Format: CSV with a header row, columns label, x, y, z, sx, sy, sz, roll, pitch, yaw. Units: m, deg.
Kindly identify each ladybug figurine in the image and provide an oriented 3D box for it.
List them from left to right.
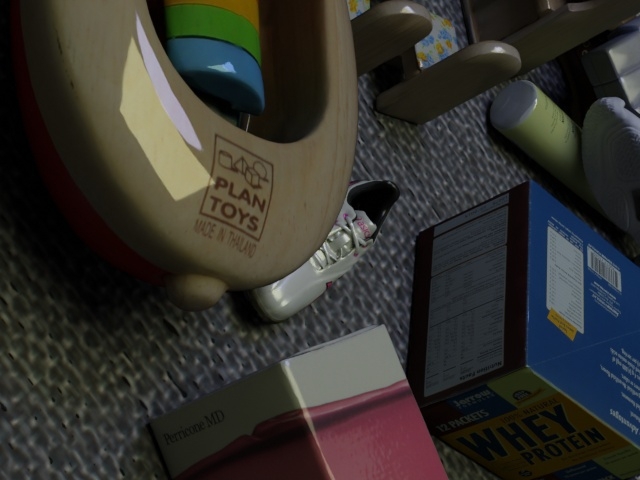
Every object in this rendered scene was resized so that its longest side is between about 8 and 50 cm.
label,x,y,z,sx,sy,sz,roll,pitch,yaw
ladybug figurine,-0.112,-0.146,1.174,0.305,0.162,0.449,28,49,-38

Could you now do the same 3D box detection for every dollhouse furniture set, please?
label,x,y,z,sx,sy,sz,roll,pitch,yaw
dollhouse furniture set,0.153,-0.322,1.513,0.394,0.256,0.362,15,58,-45

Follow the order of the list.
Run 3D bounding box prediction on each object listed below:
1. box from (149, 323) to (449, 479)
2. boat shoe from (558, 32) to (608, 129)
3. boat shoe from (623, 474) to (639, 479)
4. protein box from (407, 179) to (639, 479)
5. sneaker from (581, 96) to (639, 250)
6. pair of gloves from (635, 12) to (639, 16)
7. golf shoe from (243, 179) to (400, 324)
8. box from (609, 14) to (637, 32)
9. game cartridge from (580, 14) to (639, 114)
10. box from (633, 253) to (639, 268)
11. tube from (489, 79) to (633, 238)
label,x,y,z,sx,sy,sz,roll,pitch,yaw
box,0.004,0.199,1.117,0.127,0.149,0.232,-16,80,-51
boat shoe,0.320,-0.194,1.786,0.073,0.073,0.207,11,59,-42
boat shoe,0.304,0.226,1.516,0.206,0.075,0.065,-23,90,-48
protein box,0.197,0.095,1.415,0.200,0.136,0.201,35,45,-32
sneaker,0.386,-0.043,1.611,0.153,0.101,0.268,-13,59,-35
pair of gloves,0.462,-0.275,2.025,0.204,0.042,0.240,-32,95,-53
golf shoe,0.000,0.000,1.284,0.067,0.086,0.186,55,39,-13
box,0.341,-0.267,1.827,0.201,0.021,0.164,30,25,-44
game cartridge,0.460,-0.179,1.766,0.355,0.068,0.230,-29,94,-31
box,0.416,0.110,1.679,0.182,0.119,0.181,51,39,-16
tube,0.275,-0.089,1.685,0.240,0.062,0.070,36,81,-38
